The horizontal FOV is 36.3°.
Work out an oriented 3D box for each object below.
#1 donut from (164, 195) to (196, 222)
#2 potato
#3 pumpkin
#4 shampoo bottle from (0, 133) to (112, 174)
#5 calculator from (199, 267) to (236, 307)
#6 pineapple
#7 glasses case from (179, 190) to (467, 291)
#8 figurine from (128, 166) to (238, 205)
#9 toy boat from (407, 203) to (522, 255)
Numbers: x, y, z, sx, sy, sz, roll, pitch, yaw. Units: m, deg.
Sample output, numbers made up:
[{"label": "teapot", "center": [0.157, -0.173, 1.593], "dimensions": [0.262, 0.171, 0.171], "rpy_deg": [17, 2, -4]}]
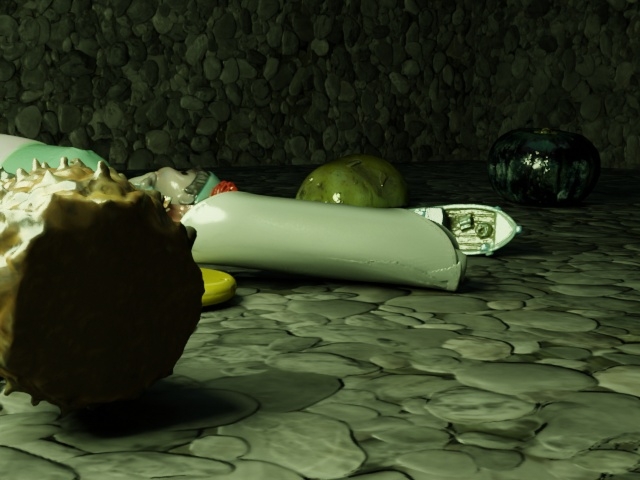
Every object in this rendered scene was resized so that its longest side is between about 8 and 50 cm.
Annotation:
[{"label": "donut", "center": [-0.178, -0.017, 1.276], "dimensions": [0.166, 0.065, 0.117], "rpy_deg": [4, -13, -1]}, {"label": "potato", "center": [0.074, -0.118, 1.954], "dimensions": [0.160, 0.111, 0.271], "rpy_deg": [5, 8, 44]}, {"label": "pumpkin", "center": [0.467, -0.154, 2.043], "dimensions": [0.233, 0.163, 0.233], "rpy_deg": [0, 10, 0]}, {"label": "shampoo bottle", "center": [-0.399, -0.055, 1.225], "dimensions": [0.349, 0.151, 0.222], "rpy_deg": [8, -17, 27]}, {"label": "calculator", "center": [-0.201, 0.044, 0.975], "dimensions": [0.234, 0.032, 0.146], "rpy_deg": [3, 7, 8]}, {"label": "pineapple", "center": [-0.220, 0.019, 0.700], "dimensions": [0.165, 0.166, 0.364], "rpy_deg": [-5, 7, -36]}, {"label": "glasses case", "center": [0.000, -0.001, 1.067], "dimensions": [0.308, 0.083, 0.128], "rpy_deg": [6, -1, -2]}, {"label": "figurine", "center": [-0.249, -0.050, 1.446], "dimensions": [0.245, 0.110, 0.138], "rpy_deg": [-7, 20, -28]}, {"label": "toy boat", "center": [0.185, -0.015, 1.305], "dimensions": [0.173, 0.069, 0.059], "rpy_deg": [3, -6, 21]}]
